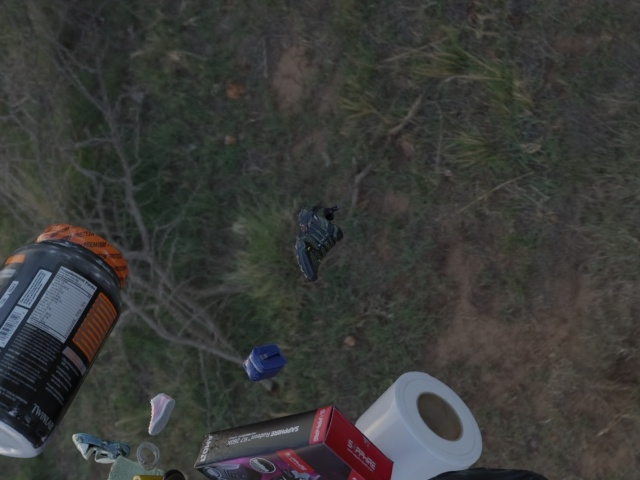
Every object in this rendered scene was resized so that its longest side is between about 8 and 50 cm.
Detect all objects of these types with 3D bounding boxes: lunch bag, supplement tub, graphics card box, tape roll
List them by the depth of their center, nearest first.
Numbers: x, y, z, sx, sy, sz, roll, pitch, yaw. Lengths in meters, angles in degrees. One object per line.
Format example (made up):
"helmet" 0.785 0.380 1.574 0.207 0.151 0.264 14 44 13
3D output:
"supplement tub" -0.455 0.150 1.119 0.207 0.207 0.338 -16 39 39
"graphics card box" -0.061 0.481 1.506 0.370 0.233 0.094 -20 36 33
"tape roll" 0.219 0.445 1.593 0.246 0.246 0.169 54 123 25
"lunch bag" -0.132 0.297 1.722 0.065 0.098 0.067 -51 62 33

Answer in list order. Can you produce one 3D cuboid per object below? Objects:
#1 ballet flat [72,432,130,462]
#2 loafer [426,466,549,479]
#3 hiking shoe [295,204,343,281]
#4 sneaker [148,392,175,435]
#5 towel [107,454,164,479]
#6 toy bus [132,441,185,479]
"ballet flat" -0.621 0.580 1.946 0.188 0.070 0.070 3 94 20
"loafer" 0.224 0.334 0.933 0.078 0.223 0.076 9 88 54
"hiking shoe" 0.000 0.000 1.821 0.114 0.086 0.227 -7 59 14
"sneaker" -0.523 0.554 2.259 0.070 0.051 0.134 28 90 34
"towel" -0.384 0.515 1.403 0.110 0.027 0.148 17 79 2
"toy bus" -0.229 0.421 1.064 0.104 0.191 0.202 -34 98 36
